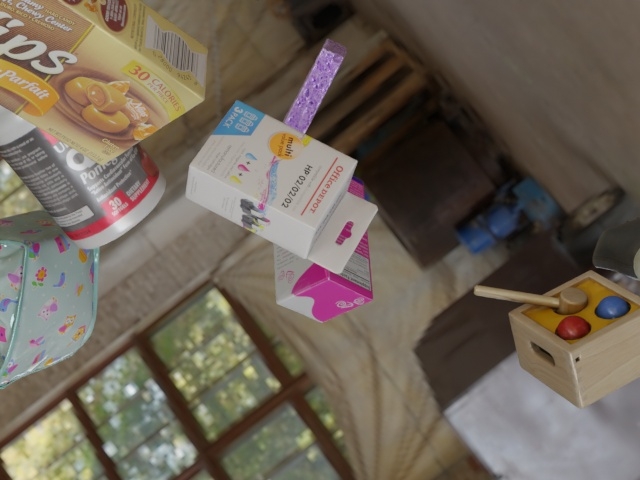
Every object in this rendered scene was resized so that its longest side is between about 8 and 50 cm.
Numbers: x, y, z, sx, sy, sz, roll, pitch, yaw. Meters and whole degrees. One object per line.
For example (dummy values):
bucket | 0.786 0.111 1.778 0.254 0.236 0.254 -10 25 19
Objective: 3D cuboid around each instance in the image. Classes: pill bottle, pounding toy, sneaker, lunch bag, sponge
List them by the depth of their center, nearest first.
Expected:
pounding toy | 0.256 0.087 1.359 0.141 0.130 0.100 36 147 57
sponge | -0.030 -0.142 1.581 0.031 0.210 0.117 27 -164 -5
pill bottle | -0.389 -0.156 1.959 0.318 0.176 0.176 54 -179 -25
sneaker | 0.520 -0.024 2.010 0.118 0.222 0.083 16 135 56
lunch bag | -0.475 0.097 2.117 0.160 0.262 0.223 15 -164 23

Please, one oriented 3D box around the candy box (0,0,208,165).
candy box | -0.299 -0.221 1.442 0.316 0.183 0.087 33 -138 -37

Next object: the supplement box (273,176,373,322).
supplement box | 0.000 0.000 2.049 0.114 0.111 0.220 28 -132 -42

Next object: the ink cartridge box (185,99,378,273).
ink cartridge box | -0.034 -0.055 1.344 0.181 0.104 0.061 27 147 6
